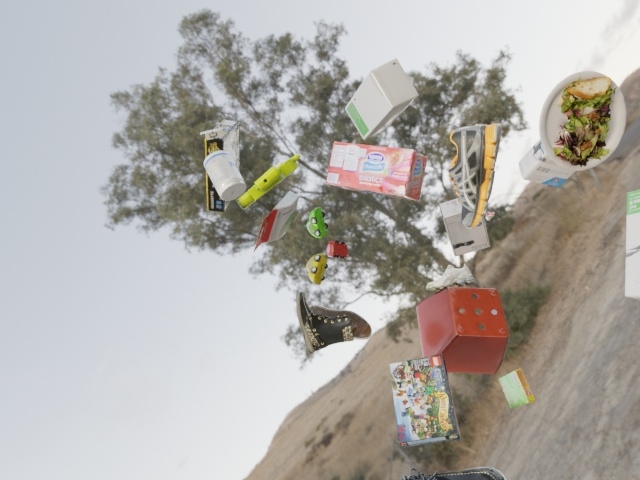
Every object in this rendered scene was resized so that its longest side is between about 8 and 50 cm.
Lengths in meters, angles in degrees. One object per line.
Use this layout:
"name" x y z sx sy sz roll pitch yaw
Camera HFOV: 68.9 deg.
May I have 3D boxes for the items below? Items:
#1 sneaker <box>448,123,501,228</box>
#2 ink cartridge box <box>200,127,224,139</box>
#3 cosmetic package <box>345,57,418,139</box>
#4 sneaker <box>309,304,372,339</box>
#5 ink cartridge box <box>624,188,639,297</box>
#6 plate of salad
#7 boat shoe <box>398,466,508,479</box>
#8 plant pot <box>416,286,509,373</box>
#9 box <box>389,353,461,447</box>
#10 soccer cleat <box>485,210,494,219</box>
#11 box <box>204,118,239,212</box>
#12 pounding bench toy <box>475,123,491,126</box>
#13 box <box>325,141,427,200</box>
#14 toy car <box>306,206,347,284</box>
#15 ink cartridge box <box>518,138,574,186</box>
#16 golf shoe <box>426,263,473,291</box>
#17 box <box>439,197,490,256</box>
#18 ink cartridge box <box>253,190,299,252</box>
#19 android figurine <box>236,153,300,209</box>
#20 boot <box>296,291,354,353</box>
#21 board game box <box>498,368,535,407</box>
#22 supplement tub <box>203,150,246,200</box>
"sneaker" 0.278 -0.118 0.864 0.084 0.083 0.214 -55 -32 -47
"ink cartridge box" -0.403 -0.395 1.737 0.083 0.048 0.028 -15 -66 -9
"cosmetic package" 0.271 -0.638 2.141 0.155 0.196 0.365 -30 -3 -17
"sneaker" 0.091 0.346 1.966 0.105 0.290 0.123 -65 -26 -16
"ink cartridge box" 0.908 0.022 1.195 0.121 0.211 0.288 156 125 -70
"plate of salad" 0.541 -0.241 0.948 0.199 0.200 0.048 -54 15 3
"boat shoe" 0.284 0.740 1.288 0.501 0.186 0.155 -17 -58 1
"plant pot" 0.511 0.297 1.639 0.235 0.268 0.267 100 172 -55
"box" 0.288 0.446 1.311 0.159 0.233 0.044 -17 -45 16
"soccer cleat" 0.658 -0.095 1.815 0.083 0.029 0.035 -61 -27 -80
"box" -0.407 -0.314 1.961 0.257 0.080 0.321 -81 -3 -59
"pounding bench toy" 0.432 -0.291 1.295 0.065 0.084 0.052 50 -134 -87
"box" 0.188 -0.236 1.582 0.142 0.300 0.153 6 -85 -59
"toy car" 0.000 0.000 1.511 0.239 0.053 0.224 -43 -56 -51
"ink cartridge box" 0.744 -0.266 1.465 0.190 0.140 0.082 115 160 -52
"golf shoe" 0.463 0.135 1.698 0.176 0.085 0.069 -11 -16 -7
"box" 0.640 -0.063 2.060 0.169 0.087 0.290 -17 -42 13
"ink cartridge box" -0.168 -0.063 1.794 0.224 0.056 0.180 -58 -7 -48
"android figurine" -0.179 -0.209 1.636 0.273 0.056 0.248 -40 8 -4
"boot" 0.014 0.278 1.674 0.179 0.236 0.085 -13 12 3
"board game box" 0.776 0.594 1.860 0.039 0.124 0.259 -15 -25 -3
"supplement tub" -0.232 -0.158 1.132 0.071 0.107 0.071 -27 -19 -10
